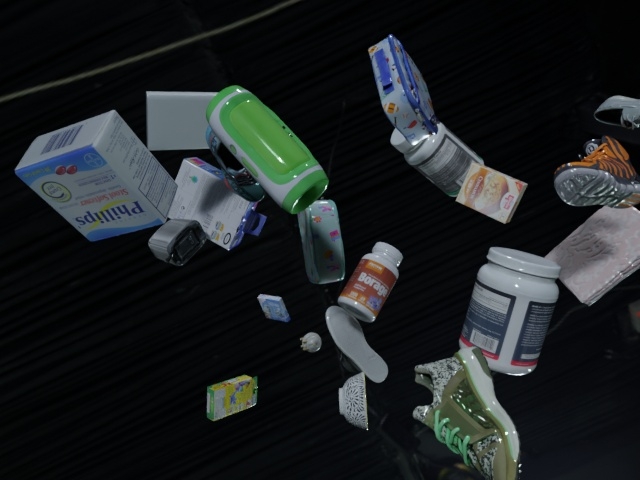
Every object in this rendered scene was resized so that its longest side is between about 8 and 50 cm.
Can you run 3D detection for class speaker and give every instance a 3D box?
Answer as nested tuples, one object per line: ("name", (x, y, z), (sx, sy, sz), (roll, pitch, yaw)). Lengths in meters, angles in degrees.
("speaker", (-0.118, -0.199, 1.137), (0.296, 0.131, 0.131), (48, -2, 12))

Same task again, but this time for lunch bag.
("lunch bag", (0.000, 0.000, 1.709), (0.224, 0.108, 0.279), (162, -79, -79))
("lunch bag", (0.242, -0.440, 1.527), (0.243, 0.115, 0.303), (36, 36, -50))

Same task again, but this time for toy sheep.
("toy sheep", (-0.038, 0.432, 2.202), (0.091, 0.091, 0.132), (65, -8, -9))

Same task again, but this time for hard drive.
("hard drive", (-0.441, -0.412, 1.803), (0.040, 0.307, 0.203), (-122, -145, -44))

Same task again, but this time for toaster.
("toaster", (-0.580, 0.007, 2.087), (0.146, 0.227, 0.129), (11, -41, 33))

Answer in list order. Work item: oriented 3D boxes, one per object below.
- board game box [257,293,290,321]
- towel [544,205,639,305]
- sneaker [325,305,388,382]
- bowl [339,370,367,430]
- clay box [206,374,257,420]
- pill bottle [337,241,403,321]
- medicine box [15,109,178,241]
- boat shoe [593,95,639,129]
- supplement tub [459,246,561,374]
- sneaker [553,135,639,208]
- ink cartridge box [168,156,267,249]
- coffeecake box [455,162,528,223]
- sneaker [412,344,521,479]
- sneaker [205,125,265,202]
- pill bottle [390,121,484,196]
("board game box", (-0.149, 0.217, 1.667), (0.020, 0.090, 0.090), (-47, 129, -42))
("towel", (0.934, 0.030, 1.725), (0.053, 0.332, 0.317), (38, 19, -18))
("sneaker", (0.087, 0.340, 1.702), (0.296, 0.104, 0.147), (53, -26, -11))
("bowl", (0.096, 0.474, 1.542), (0.170, 0.080, 0.170), (-3, 90, -87))
("clay box", (-0.351, 0.624, 2.090), (0.222, 0.053, 0.127), (-4, 99, -49))
("pill bottle", (0.150, 0.117, 1.511), (0.121, 0.216, 0.121), (28, -18, 10))
("medicine box", (-0.579, -0.160, 1.381), (0.289, 0.263, 0.149), (58, 28, -43))
("boat shoe", (0.808, -0.319, 1.341), (0.079, 0.081, 0.227), (55, -3, -26))
("supplement tub", (0.463, 0.169, 1.275), (0.191, 0.191, 0.272), (-107, -151, -77))
("sneaker", (0.707, -0.189, 1.366), (0.124, 0.321, 0.180), (-44, -133, 46))
("ink cartridge box", (-0.431, -0.144, 2.213), (0.395, 0.270, 0.151), (29, 17, 5))
("coffeecake box", (0.577, -0.162, 1.761), (0.185, 0.142, 0.068), (30, 23, 26))
("sneaker", (0.288, 0.389, 1.078), (0.410, 0.182, 0.158), (-91, 173, -64))
("sneaker", (-0.228, -0.191, 1.416), (0.262, 0.104, 0.125), (58, 1, -37))
("pill bottle", (0.472, -0.354, 2.115), (0.361, 0.204, 0.204), (34, 15, -22))
